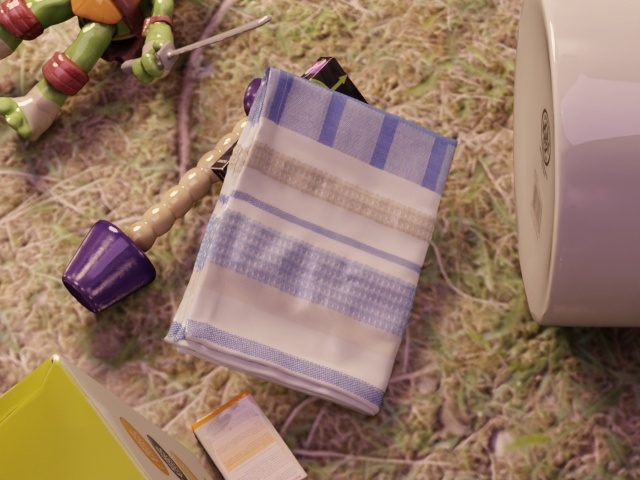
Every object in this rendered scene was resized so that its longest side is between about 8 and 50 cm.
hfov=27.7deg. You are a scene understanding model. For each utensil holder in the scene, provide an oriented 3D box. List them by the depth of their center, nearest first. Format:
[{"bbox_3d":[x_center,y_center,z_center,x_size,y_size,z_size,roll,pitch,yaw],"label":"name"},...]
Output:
[{"bbox_3d":[0.373,-0.082,1.113,0.385,0.328,0.328,-1,66,2],"label":"utensil holder"}]

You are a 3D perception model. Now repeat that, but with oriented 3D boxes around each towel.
[{"bbox_3d":[0.000,0.000,1.183,0.209,0.034,0.285,22,75,-13],"label":"towel"}]

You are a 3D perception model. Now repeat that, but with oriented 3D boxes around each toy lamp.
[{"bbox_3d":[-0.133,-0.040,1.237,0.080,0.080,0.274,40,70,17],"label":"toy lamp"}]

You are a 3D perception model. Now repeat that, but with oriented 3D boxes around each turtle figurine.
[{"bbox_3d":[-0.228,-0.232,1.239,0.266,0.198,0.275,-40,28,2],"label":"turtle figurine"}]

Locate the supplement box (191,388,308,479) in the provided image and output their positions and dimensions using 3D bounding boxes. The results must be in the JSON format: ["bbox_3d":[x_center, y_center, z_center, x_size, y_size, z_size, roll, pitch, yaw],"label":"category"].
[{"bbox_3d":[-0.063,0.191,1.151,0.062,0.036,0.098,-31,69,-13],"label":"supplement box"}]

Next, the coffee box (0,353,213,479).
[{"bbox_3d":[-0.167,0.343,0.888,0.338,0.334,0.338,-39,67,-6],"label":"coffee box"}]

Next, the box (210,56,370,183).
[{"bbox_3d":[-0.013,-0.081,1.242,0.162,0.029,0.116,-47,115,-16],"label":"box"}]
